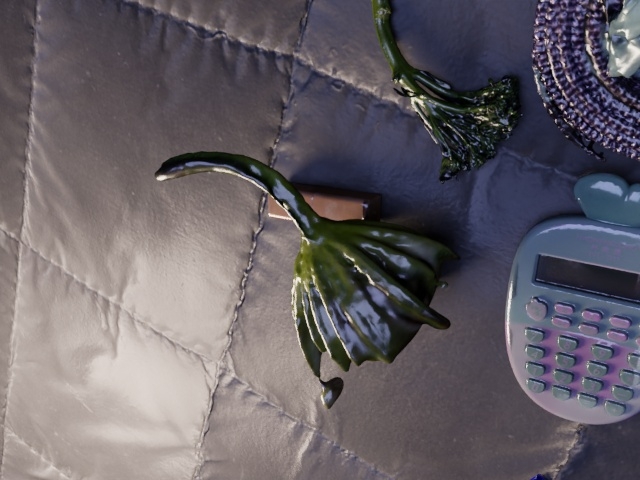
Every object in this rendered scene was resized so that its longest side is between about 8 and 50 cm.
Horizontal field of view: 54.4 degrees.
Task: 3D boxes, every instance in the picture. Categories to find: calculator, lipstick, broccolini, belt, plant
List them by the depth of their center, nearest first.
[{"bbox_3d":[0.341,-0.189,0.505,0.325,0.122,0.260,1,121,38],"label":"belt"},{"bbox_3d":[0.302,0.071,0.685,0.185,0.041,0.299,11,113,26],"label":"calculator"},{"bbox_3d":[0.132,-0.206,0.688,0.123,0.062,0.271,-26,90,23],"label":"broccolini"},{"bbox_3d":[-0.008,0.016,0.698,0.251,0.180,0.333,-31,120,26],"label":"plant"},{"bbox_3d":[0.004,-0.045,0.812,0.145,0.045,0.045,9,112,26],"label":"lipstick"}]

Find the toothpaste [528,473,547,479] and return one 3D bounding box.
[{"bbox_3d":[0.260,0.329,0.808,0.024,0.015,0.083,45,117,0],"label":"toothpaste"}]
